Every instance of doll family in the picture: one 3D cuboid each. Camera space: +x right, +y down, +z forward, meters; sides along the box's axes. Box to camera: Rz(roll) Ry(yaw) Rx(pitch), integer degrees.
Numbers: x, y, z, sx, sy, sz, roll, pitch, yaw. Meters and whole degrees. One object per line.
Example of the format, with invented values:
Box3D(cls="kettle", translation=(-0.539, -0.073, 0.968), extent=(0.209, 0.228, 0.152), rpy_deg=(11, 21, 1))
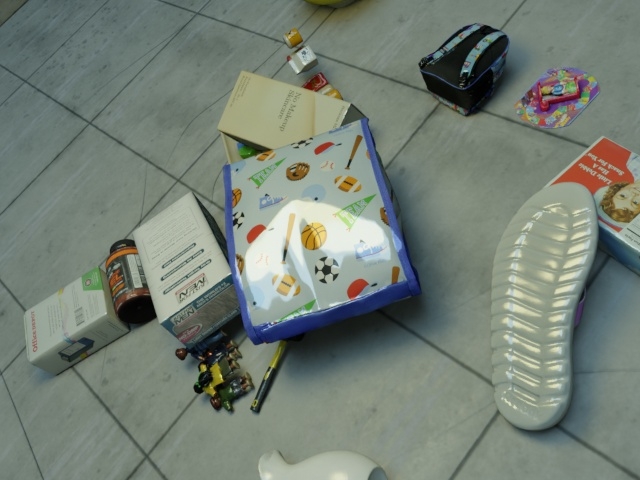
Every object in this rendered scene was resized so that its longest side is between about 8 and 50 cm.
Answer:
Box3D(cls="doll family", translation=(-0.218, 0.250, 1.238), extent=(0.111, 0.076, 0.193), rpy_deg=(-36, 46, 6))

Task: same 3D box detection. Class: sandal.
Box3D(cls="sandal", translation=(0.371, 0.105, 1.039), extent=(0.169, 0.102, 0.416), rpy_deg=(4, 73, 44))

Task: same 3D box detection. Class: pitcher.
Box3D(cls="pitcher", translation=(0.003, 0.428, 0.993), extent=(0.207, 0.125, 0.178), rpy_deg=(-11, 75, 32))

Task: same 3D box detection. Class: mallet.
Box3D(cls="mallet", translation=(-0.098, 0.238, 1.211), extent=(0.062, 0.039, 0.190), rpy_deg=(20, 73, 35))

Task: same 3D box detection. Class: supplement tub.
Box3D(cls="supplement tub", translation=(-0.433, 0.087, 1.424), extent=(0.106, 0.106, 0.198), rpy_deg=(-32, 50, 3))

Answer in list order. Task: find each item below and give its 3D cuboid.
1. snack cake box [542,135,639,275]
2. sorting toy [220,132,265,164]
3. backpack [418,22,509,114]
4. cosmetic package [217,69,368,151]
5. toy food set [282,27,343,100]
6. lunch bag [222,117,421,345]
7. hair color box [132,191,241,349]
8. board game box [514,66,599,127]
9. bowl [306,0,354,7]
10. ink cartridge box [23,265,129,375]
Box3D(cls="snack cake box", translation=(0.536, -0.048, 1.060), extent=(0.152, 0.089, 0.264), rpy_deg=(-42, 51, -2))
Box3D(cls="sorting toy", translation=(-0.153, -0.279, 1.573), extent=(0.208, 0.038, 0.193), rpy_deg=(-26, 51, 8))
Box3D(cls="backpack", translation=(0.327, -0.385, 1.362), extent=(0.173, 0.117, 0.158), rpy_deg=(-45, 51, -7))
Box3D(cls="cosmetic package", translation=(-0.067, -0.267, 1.428), extent=(0.309, 0.113, 0.160), rpy_deg=(22, 90, 28))
Box3D(cls="toy food set", translation=(-0.044, -0.401, 1.544), extent=(0.104, 0.111, 0.232), rpy_deg=(-33, 82, 3))
Box3D(cls="lunch bag", translation=(0.000, 0.000, 1.192), extent=(0.328, 0.239, 0.385), rpy_deg=(-20, 46, 9))
Box3D(cls="hair color box", translation=(-0.280, 0.052, 1.333), extent=(0.174, 0.105, 0.347), rpy_deg=(-35, 39, -1))
Box3D(cls="board game box", translation=(0.489, -0.308, 1.289), extent=(0.169, 0.033, 0.133), rpy_deg=(-45, 51, -7))
Box3D(cls="bowl", translation=(0.038, -0.741, 1.711), extent=(0.289, 0.156, 0.289), rpy_deg=(-12, 54, 18))
Box3D(cls="ink cartridge box", translation=(-0.563, 0.185, 1.428), extent=(0.212, 0.093, 0.154), rpy_deg=(-31, 50, 2))
